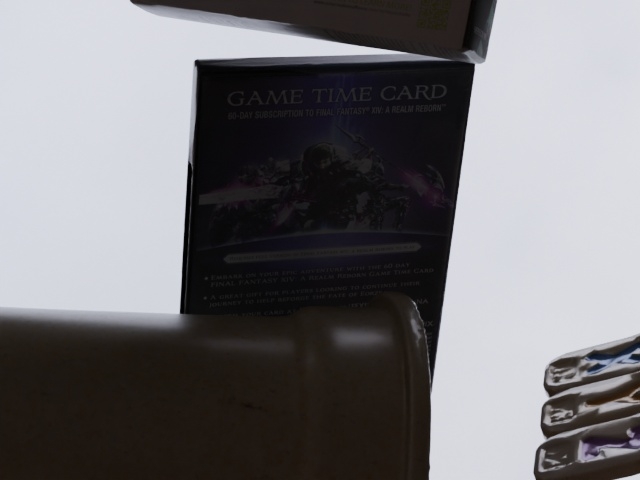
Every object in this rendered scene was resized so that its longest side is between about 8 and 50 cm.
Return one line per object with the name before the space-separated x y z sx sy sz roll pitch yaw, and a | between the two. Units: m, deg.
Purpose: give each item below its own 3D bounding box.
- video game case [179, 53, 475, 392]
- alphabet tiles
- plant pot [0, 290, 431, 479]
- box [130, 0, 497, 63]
video game case | 0.000 0.000 1.187 0.196 0.026 0.274 -3 -62 -17
alphabet tiles | 0.251 0.062 0.909 0.278 0.284 0.021 -15 -75 15
plant pot | -0.124 0.168 1.026 0.305 0.334 0.333 11 -60 -9
box | 0.020 -0.287 1.065 0.232 0.058 0.322 11 -88 19
